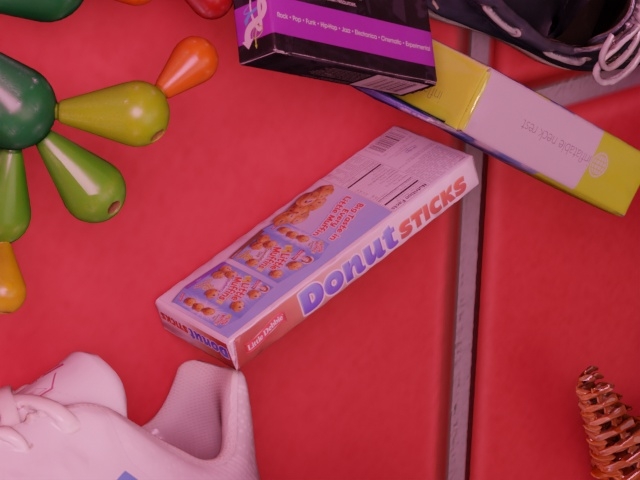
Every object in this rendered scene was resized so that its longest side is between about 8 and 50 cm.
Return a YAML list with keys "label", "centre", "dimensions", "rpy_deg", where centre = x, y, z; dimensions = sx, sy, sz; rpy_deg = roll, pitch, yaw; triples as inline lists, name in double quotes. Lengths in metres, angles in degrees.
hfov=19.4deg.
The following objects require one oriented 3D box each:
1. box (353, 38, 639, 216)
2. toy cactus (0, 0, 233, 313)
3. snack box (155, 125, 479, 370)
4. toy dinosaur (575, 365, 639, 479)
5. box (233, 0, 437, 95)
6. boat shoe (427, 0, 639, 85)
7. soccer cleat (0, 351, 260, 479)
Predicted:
- label: "box"
  centre: [0.086, -0.070, 1.005]
  dimensions: [0.178, 0.109, 0.042]
  rpy_deg: [23, 96, -46]
- label: "toy cactus"
  centre: [-0.150, -0.078, 0.807]
  dimensions: [0.219, 0.112, 0.180]
  rpy_deg: [-50, 115, -11]
- label: "snack box"
  centre: [0.000, 0.000, 0.988]
  dimensions: [0.178, 0.064, 0.022]
  rpy_deg: [-37, 130, -25]
- label: "toy dinosaur"
  centre: [0.274, 0.145, 1.262]
  dimensions: [0.218, 0.164, 0.322]
  rpy_deg: [-52, 159, 10]
- label: "box"
  centre: [0.001, -0.156, 0.890]
  dimensions: [0.116, 0.029, 0.162]
  rpy_deg: [6, 75, -47]
- label: "boat shoe"
  centre: [0.149, -0.141, 1.054]
  dimensions: [0.254, 0.079, 0.095]
  rpy_deg: [12, 99, -45]
- label: "soccer cleat"
  centre: [-0.160, 0.126, 0.874]
  dimensions: [0.331, 0.116, 0.143]
  rpy_deg: [-6, 104, -48]
